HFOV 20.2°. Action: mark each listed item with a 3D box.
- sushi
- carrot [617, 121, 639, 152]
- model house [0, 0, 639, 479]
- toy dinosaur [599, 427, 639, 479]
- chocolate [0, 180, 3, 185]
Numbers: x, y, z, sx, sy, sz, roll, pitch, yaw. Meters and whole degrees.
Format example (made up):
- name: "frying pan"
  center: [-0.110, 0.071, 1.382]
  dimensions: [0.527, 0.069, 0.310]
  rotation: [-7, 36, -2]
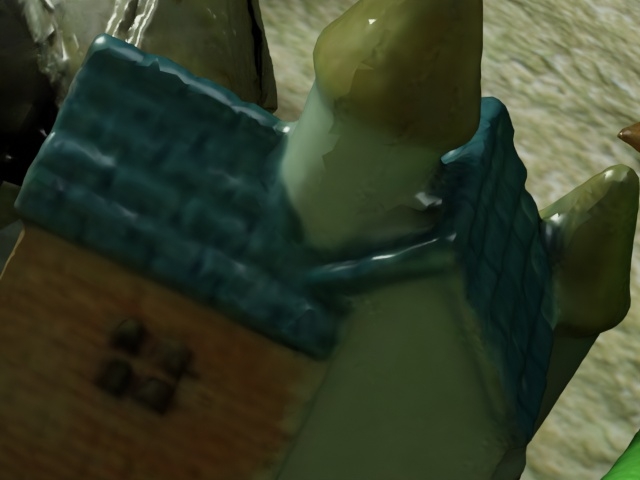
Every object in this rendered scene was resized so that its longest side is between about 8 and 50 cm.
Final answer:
- name: "sushi"
  center: [-0.068, -0.089, 0.908]
  dimensions: [0.273, 0.109, 0.134]
  rotation: [15, 61, -67]
- name: "carrot"
  center: [0.295, -0.060, 1.226]
  dimensions: [0.205, 0.072, 0.072]
  rotation: [5, 40, -16]
- name: "model house"
  center: [0.000, 0.000, 0.724]
  dimensions: [0.267, 0.325, 0.194]
  rotation: [26, 37, 0]
- name: "toy dinosaur"
  center: [0.151, 0.086, 0.797]
  dimensions: [0.500, 0.374, 0.144]
  rotation: [-32, 74, -25]
- name: "chocolate"
  center: [-0.206, -0.024, 0.816]
  dimensions: [0.110, 0.110, 0.248]
  rotation: [24, 35, -3]
